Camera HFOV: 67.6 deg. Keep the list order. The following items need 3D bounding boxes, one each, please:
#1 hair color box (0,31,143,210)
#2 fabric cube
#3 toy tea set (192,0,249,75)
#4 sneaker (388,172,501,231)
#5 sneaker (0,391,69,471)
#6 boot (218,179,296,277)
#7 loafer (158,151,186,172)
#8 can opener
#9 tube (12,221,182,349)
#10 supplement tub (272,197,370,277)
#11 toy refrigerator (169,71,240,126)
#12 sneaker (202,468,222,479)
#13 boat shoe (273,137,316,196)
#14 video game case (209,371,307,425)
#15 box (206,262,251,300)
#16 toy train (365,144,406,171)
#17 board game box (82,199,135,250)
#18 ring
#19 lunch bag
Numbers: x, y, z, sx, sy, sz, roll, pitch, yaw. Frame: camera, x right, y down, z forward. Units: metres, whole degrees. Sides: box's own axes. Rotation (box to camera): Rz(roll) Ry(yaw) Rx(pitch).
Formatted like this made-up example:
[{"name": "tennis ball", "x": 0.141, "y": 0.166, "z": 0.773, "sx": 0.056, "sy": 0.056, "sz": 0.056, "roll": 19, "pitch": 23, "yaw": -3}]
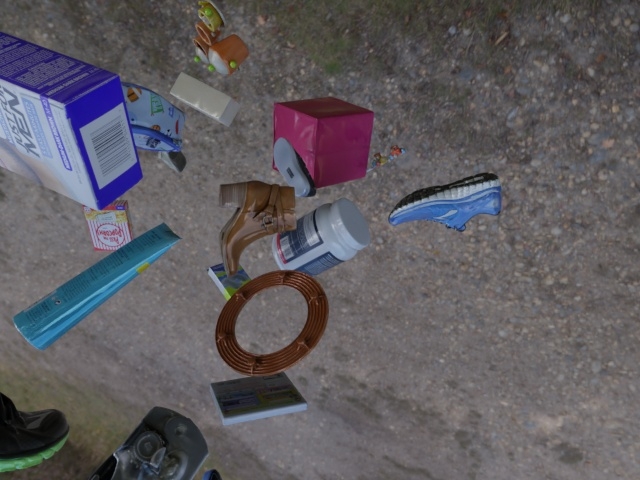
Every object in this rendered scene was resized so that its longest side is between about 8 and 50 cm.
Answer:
[{"name": "hair color box", "x": -0.450, "y": -0.195, "z": 0.719, "sx": 0.339, "sy": 0.110, "sz": 0.185, "roll": 23, "pitch": 138, "yaw": 16}, {"name": "fabric cube", "x": 0.002, "y": -0.356, "z": 1.720, "sx": 0.254, "sy": 0.258, "sz": 0.259, "roll": 33, "pitch": 130, "yaw": 40}, {"name": "toy tea set", "x": -0.336, "y": -0.583, "z": 1.471, "sx": 0.200, "sy": 0.124, "sz": 0.336, "roll": 50, "pitch": 170, "yaw": -15}, {"name": "sneaker", "x": 0.354, "y": -0.081, "z": 1.370, "sx": 0.330, "sy": 0.130, "sz": 0.147, "roll": -12, "pitch": 107, "yaw": 26}, {"name": "sneaker", "x": -0.741, "y": 0.382, "z": 1.027, "sx": 0.185, "sy": 0.202, "sz": 0.483, "roll": 0, "pitch": 160, "yaw": 24}, {"name": "boot", "x": -0.181, "y": -0.032, "z": 1.386, "sx": 0.220, "sy": 0.109, "sz": 0.283, "roll": -1, "pitch": 99, "yaw": -17}, {"name": "loafer", "x": -0.671, "y": -0.391, "z": 2.104, "sx": 0.092, "sy": 0.102, "sz": 0.268, "roll": 19, "pitch": 156, "yaw": 7}, {"name": "can opener", "x": -0.203, "y": 0.268, "z": 0.400, "sx": 0.076, "sy": 0.283, "sz": 0.095, "roll": 43, "pitch": 134, "yaw": -5}, {"name": "tube", "x": -0.270, "y": 0.048, "z": 0.595, "sx": 0.080, "sy": 0.207, "sz": 0.052, "roll": 30, "pitch": 154, "yaw": 47}, {"name": "supplement tub", "x": 0.000, "y": 0.000, "z": 1.515, "sx": 0.272, "sy": 0.191, "sz": 0.191, "roll": -28, "pitch": 109, "yaw": 28}, {"name": "toy refrigerator", "x": -0.465, "y": -0.570, "z": 1.934, "sx": 0.269, "sy": 0.094, "sz": 0.102, "roll": 30, "pitch": 91, "yaw": 19}, {"name": "sneaker", "x": -0.276, "y": 0.771, "z": 1.379, "sx": 0.090, "sy": 0.232, "sz": 0.081, "roll": -31, "pitch": 144, "yaw": 12}, {"name": "boat shoe", "x": -0.075, "y": -0.227, "z": 1.501, "sx": 0.080, "sy": 0.076, "sz": 0.228, "roll": -46, "pitch": 58, "yaw": 28}, {"name": "video game case", "x": -0.166, "y": 0.404, "z": 1.241, "sx": 0.193, "sy": 0.212, "sz": 0.023, "roll": -157, "pitch": 67, "yaw": -66}, {"name": "box", "x": -0.308, "y": 0.135, "z": 1.658, "sx": 0.178, "sy": 0.109, "sz": 0.042, "roll": 48, "pitch": 138, "yaw": 28}, {"name": "toy train", "x": 0.234, "y": -0.303, "z": 1.699, "sx": 0.166, "sy": 0.125, "sz": 0.046, "roll": -23, "pitch": 96, "yaw": 35}, {"name": "board game box", "x": -0.767, "y": -0.053, "z": 1.748, "sx": 0.147, "sy": 0.045, "sz": 0.193, "roll": -1, "pitch": 122, "yaw": -3}, {"name": "ring", "x": -0.140, "y": 0.212, "z": 1.317, "sx": 0.337, "sy": 0.336, "sz": 0.032, "roll": 2, "pitch": 141, "yaw": 26}, {"name": "lunch bag", "x": -0.449, "y": -0.265, "z": 1.041, "sx": 0.303, "sy": 0.243, "sz": 0.115, "roll": 9, "pitch": 90, "yaw": 1}]
